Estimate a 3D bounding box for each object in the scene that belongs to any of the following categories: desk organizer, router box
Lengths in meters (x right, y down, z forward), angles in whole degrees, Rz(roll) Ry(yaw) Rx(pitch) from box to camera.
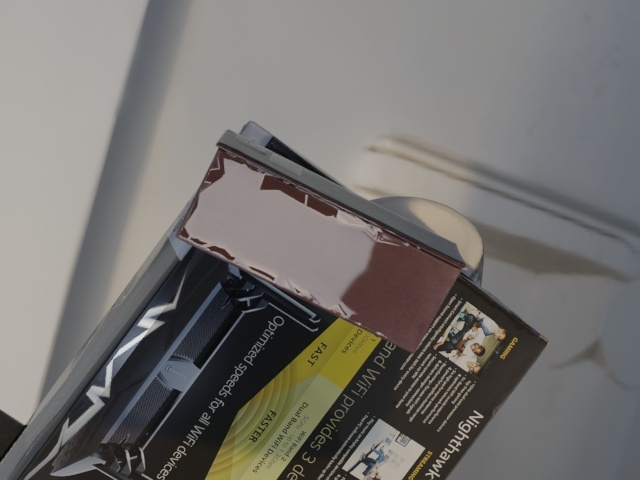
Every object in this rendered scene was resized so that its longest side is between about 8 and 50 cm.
[{"bbox_3d":[0.000,0.000,0.509,0.130,0.050,0.047,27,-168,-5],"label":"desk organizer"},{"bbox_3d":[-0.036,0.115,0.705,0.243,0.308,0.081,36,-177,-20],"label":"router box"}]

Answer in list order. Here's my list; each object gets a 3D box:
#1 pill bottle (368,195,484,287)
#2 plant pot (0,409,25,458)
[{"bbox_3d":[0.066,0.095,0.896,0.131,0.245,0.130,-1,-142,1],"label":"pill bottle"},{"bbox_3d":[-0.310,0.244,0.959,0.187,0.167,0.188,20,158,39],"label":"plant pot"}]
